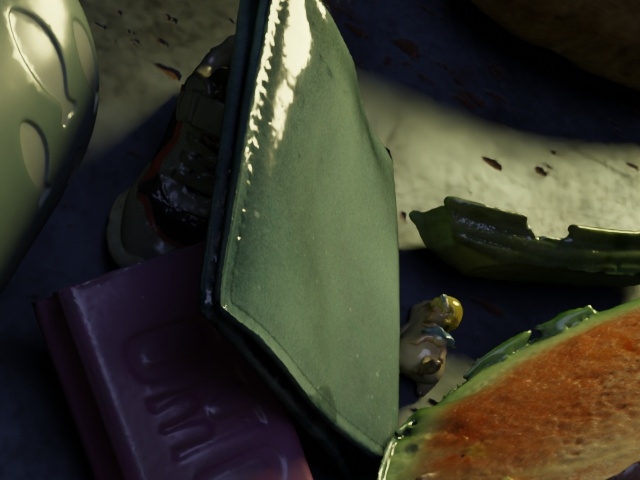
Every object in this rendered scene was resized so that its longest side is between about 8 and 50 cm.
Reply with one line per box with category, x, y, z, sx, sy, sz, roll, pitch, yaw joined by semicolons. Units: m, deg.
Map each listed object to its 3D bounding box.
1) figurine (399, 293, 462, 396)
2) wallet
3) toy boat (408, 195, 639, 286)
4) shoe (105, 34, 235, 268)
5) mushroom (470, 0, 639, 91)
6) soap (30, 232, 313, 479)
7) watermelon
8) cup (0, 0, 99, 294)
figurine;0.085;0.073;0.895;0.047;0.050;0.083;31;51;-17
wallet;0.001;0.000;0.777;0.054;0.290;0.251;-6;60;15
toy boat;0.213;0.006;0.984;0.293;0.093;0.055;4;79;-28
shoe;-0.066;-0.065;0.844;0.099;0.125;0.227;30;50;-14
mushroom;0.362;-0.255;1.141;0.397;0.224;0.313;37;48;-7
soap;-0.085;0.108;0.733;0.122;0.065;0.203;-20;88;-34
watermelon;0.136;0.173;0.772;0.222;0.292;0.319;14;97;-5
cup;-0.262;-0.083;0.597;0.259;0.356;0.274;23;49;3
